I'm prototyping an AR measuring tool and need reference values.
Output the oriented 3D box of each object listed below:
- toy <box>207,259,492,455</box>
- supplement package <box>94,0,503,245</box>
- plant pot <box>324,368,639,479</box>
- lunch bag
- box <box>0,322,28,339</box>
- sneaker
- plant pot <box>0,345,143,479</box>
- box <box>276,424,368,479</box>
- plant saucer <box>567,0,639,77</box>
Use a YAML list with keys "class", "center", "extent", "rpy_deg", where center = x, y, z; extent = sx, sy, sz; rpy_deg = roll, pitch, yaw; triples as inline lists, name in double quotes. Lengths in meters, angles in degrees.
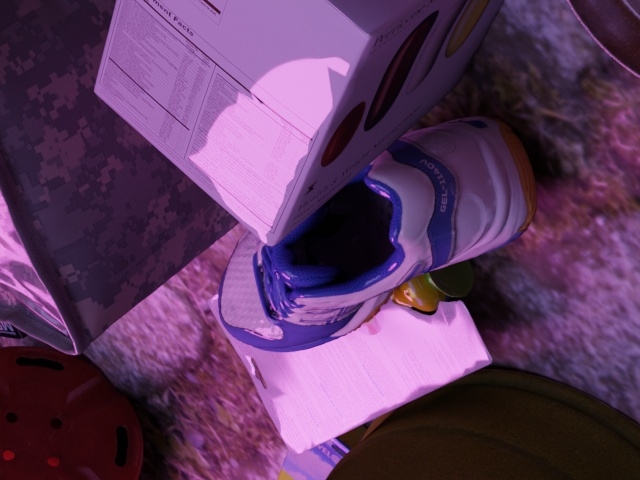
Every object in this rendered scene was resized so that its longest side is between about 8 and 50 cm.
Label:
- class: "toy"
  center: [0.028, 0.056, 1.361]
  extent: [0.237, 0.056, 0.137]
  rpy_deg: [-32, 86, 50]
- class: "supplement package"
  center: [0.003, -0.145, 1.058]
  extent: [0.149, 0.194, 0.203]
  rpy_deg: [41, 147, 10]
- class: "plant pot"
  center: [0.059, 0.325, 1.261]
  extent: [0.366, 0.353, 0.366]
  rpy_deg: [20, 124, 33]
- class: "lunch bag"
  center: [-0.172, -0.111, 1.257]
  extent: [0.169, 0.235, 0.287]
  rpy_deg: [17, 136, 43]
- class: "box"
  center: [-0.358, 0.002, 1.767]
  extent: [0.191, 0.045, 0.184]
  rpy_deg: [3, 129, 47]
- class: "sneaker"
  center: [0.000, 0.000, 1.231]
  extent: [0.296, 0.131, 0.111]
  rpy_deg: [-34, 76, 47]
- class: "plant pot"
  center: [-0.289, 0.253, 1.774]
  extent: [0.272, 0.272, 0.265]
  rpy_deg: [39, 138, 14]
- class: "box"
  center: [0.020, 0.204, 1.540]
  extent: [0.109, 0.042, 0.178]
  rpy_deg: [37, 145, 14]
- class: "plant saucer"
  center: [0.196, -0.146, 0.982]
  extent: [0.168, 0.029, 0.168]
  rpy_deg: [27, 141, 24]
